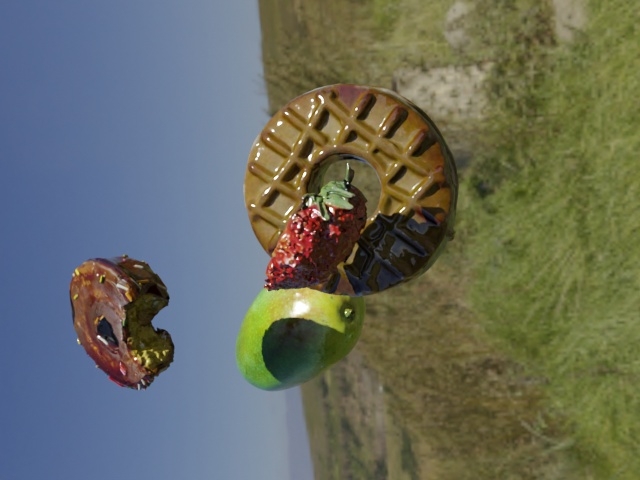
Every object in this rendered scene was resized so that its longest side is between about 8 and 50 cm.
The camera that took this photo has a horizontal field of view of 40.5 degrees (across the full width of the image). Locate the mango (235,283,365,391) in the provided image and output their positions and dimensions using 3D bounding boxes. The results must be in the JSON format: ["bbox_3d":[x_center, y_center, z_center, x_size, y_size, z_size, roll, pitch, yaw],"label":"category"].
[{"bbox_3d":[-0.056,0.181,1.770,0.382,0.201,0.225,-39,58,45],"label":"mango"}]

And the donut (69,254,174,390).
[{"bbox_3d":[-0.325,0.131,1.447,0.096,0.216,0.230,-26,-75,-42],"label":"donut"}]

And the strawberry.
[{"bbox_3d":[0.002,-0.003,1.155,0.192,0.085,0.140,-52,-10,-11],"label":"strawberry"}]

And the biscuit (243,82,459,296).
[{"bbox_3d":[0.043,-0.076,1.301,0.103,0.332,0.332,-19,-74,-74],"label":"biscuit"}]
